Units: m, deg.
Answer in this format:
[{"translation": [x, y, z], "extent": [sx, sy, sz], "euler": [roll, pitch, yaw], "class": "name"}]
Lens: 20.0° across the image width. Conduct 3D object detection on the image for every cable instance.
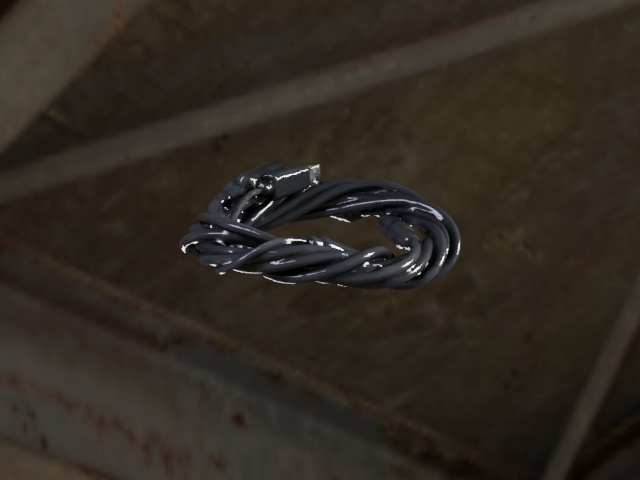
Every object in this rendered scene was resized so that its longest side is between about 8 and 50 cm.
[{"translation": [0.000, 0.000, 1.114], "extent": [0.151, 0.184, 0.047], "euler": [21, -69, 21], "class": "cable"}]
